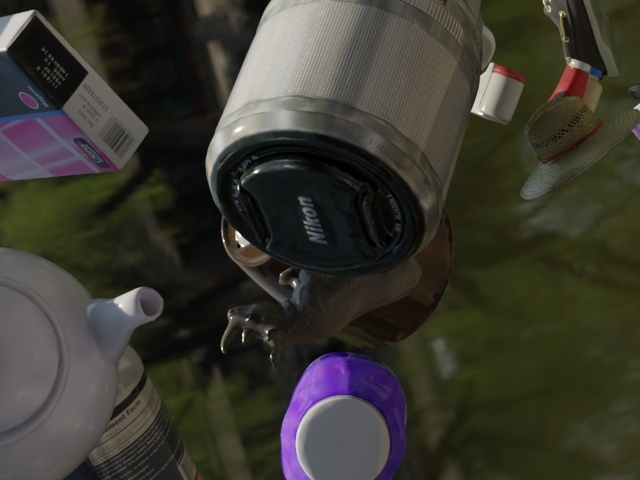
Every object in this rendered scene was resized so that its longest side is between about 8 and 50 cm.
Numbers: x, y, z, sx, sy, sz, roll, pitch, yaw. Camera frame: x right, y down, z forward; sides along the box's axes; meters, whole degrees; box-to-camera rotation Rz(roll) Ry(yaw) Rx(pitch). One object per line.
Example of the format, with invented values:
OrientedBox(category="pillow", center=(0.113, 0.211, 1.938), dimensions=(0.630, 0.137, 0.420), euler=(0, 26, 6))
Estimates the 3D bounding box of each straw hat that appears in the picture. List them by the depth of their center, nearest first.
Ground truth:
OrientedBox(category="straw hat", center=(0.239, -0.108, 1.779), dimensions=(0.061, 0.144, 0.144), euler=(52, -179, -12))

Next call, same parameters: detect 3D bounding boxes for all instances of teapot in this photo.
OrientedBox(category="teapot", center=(-0.304, 0.115, 1.605), dimensions=(0.256, 0.253, 0.187), euler=(-63, -1, -11))

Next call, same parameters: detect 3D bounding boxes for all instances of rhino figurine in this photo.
OrientedBox(category="rhino figurine", center=(-0.001, 0.056, 1.919), dimensions=(0.106, 0.243, 0.073), euler=(51, 162, 31))

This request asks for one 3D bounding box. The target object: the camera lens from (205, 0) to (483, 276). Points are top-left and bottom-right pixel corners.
OrientedBox(category="camera lens", center=(0.027, -0.121, 1.690), dimensions=(0.219, 0.219, 0.274), euler=(77, -155, -49))

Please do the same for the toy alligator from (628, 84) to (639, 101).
OrientedBox(category="toy alligator", center=(0.357, -0.104, 1.737), dimensions=(0.056, 0.051, 0.189), euler=(27, 165, 51))

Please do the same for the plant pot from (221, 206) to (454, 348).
OrientedBox(category="plant pot", center=(0.000, 0.000, 2.094), dimensions=(0.230, 0.215, 0.215), euler=(19, -136, -47))

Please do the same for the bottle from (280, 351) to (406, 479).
OrientedBox(category="bottle", center=(0.018, 0.147, 1.396), dimensions=(0.283, 0.092, 0.118), euler=(75, -152, -87))

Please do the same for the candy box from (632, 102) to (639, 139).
OrientedBox(category="candy box", center=(0.537, -0.162, 2.427), dimensions=(0.165, 0.196, 0.070), euler=(49, -166, -5))

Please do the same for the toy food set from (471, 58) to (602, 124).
OrientedBox(category="toy food set", center=(0.247, -0.176, 2.085), dimensions=(0.111, 0.232, 0.104), euler=(25, 95, 54))

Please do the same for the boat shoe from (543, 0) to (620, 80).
OrientedBox(category="boat shoe", center=(0.308, -0.286, 2.218), dimensions=(0.081, 0.069, 0.227), euler=(-80, -29, -47))

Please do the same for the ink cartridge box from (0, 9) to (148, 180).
OrientedBox(category="ink cartridge box", center=(-0.352, -0.143, 1.904), dimensions=(0.371, 0.069, 0.176), euler=(0, 140, 51))

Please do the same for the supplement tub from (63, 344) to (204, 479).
OrientedBox(category="supplement tub", center=(-0.269, 0.236, 2.130), dimensions=(0.191, 0.191, 0.272), euler=(-116, 0, -71))

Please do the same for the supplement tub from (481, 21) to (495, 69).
OrientedBox(category="supplement tub", center=(0.132, -0.225, 1.910), dimensions=(0.071, 0.071, 0.107), euler=(77, 167, -49))
